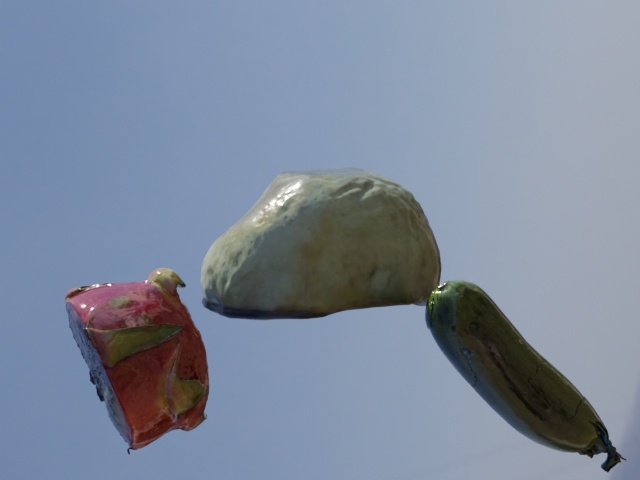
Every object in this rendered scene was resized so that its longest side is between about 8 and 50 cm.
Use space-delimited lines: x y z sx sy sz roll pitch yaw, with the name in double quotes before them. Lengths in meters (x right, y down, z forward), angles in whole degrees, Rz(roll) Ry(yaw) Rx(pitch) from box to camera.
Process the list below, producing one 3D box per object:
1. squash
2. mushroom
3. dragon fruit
"squash" 0.222 0.157 2.021 0.331 0.087 0.087 43 -134 -30
"mushroom" -0.005 0.000 2.068 0.189 0.267 0.164 -12 -77 -71
"dragon fruit" -0.082 0.049 0.857 0.060 0.056 0.083 107 142 -67
